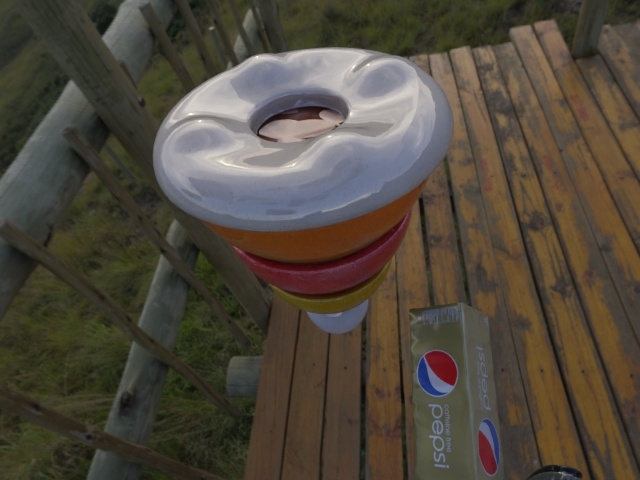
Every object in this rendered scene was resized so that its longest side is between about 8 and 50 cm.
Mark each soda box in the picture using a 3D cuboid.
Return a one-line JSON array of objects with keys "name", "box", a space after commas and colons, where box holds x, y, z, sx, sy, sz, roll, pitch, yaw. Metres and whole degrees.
[{"name": "soda box", "box": [0.125, 0.153, 0.388, 0.058, 0.061, 0.181, -17, 60, 40]}]

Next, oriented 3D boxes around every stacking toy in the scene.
[{"name": "stacking toy", "box": [0.000, 0.000, 0.635, 0.351, 0.480, 0.350, -5, 45, 5]}]

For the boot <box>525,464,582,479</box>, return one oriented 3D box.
[{"name": "boot", "box": [0.208, 0.264, 0.349, 0.083, 0.246, 0.161, 20, 48, 5]}]
